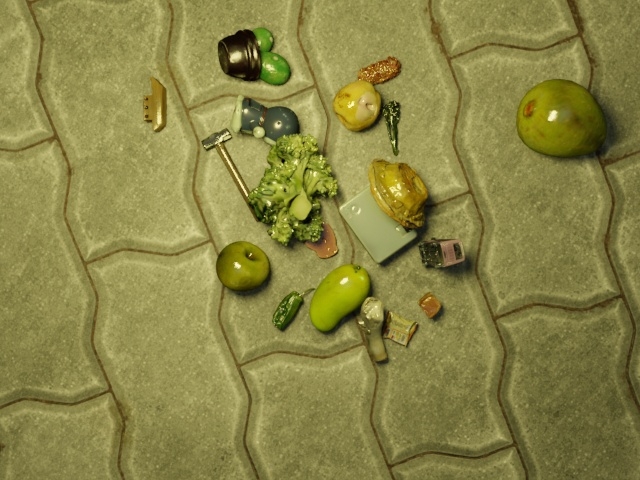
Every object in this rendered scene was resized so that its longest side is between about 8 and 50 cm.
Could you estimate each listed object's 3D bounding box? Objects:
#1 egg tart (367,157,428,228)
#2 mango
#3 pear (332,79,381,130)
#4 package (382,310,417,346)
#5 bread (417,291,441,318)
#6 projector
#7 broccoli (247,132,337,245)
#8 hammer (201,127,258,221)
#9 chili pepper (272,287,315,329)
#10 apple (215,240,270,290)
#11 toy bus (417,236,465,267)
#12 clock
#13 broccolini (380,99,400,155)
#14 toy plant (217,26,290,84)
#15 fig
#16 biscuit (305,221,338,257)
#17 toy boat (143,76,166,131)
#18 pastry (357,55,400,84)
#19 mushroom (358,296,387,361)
[{"bbox_3d":[0.287,-0.179,1.624,0.116,0.295,0.294,-35,92,31],"label":"egg tart"},{"bbox_3d":[0.066,0.211,1.715,0.175,0.143,0.293,33,104,-19],"label":"mango"},{"bbox_3d":[0.135,-0.487,1.668,0.178,0.178,0.177,0,93,0],"label":"pear"},{"bbox_3d":[0.295,0.338,1.771,0.121,0.031,0.107,21,92,7],"label":"package"},{"bbox_3d":[0.412,0.242,1.739,0.070,0.083,0.076,-41,88,11],"label":"bread"},{"bbox_3d":[0.211,-0.069,1.720,0.192,0.099,0.256,-36,91,3],"label":"projector"},{"bbox_3d":[-0.091,-0.166,1.635,0.277,0.317,0.338,23,137,-25],"label":"broccoli"},{"bbox_3d":[-0.312,-0.239,1.747,0.111,0.043,0.365,-28,94,0],"label":"hammer"},{"bbox_3d":[-0.112,0.242,1.753,0.072,0.073,0.204,36,91,13],"label":"chili pepper"},{"bbox_3d":[-0.285,0.097,1.688,0.196,0.196,0.157,36,115,-1],"label":"apple"},{"bbox_3d":[0.432,0.040,1.677,0.108,0.199,0.096,-13,93,-10],"label":"toy bus"},{"bbox_3d":[-0.196,-0.421,1.665,0.244,0.199,0.146,16,125,-11],"label":"clock"},{"bbox_3d":[0.266,-0.420,1.739,0.074,0.058,0.201,-3,108,15],"label":"broccolini"},{"bbox_3d":[-0.236,-0.658,1.669,0.235,0.175,0.217,-16,86,-25],"label":"toy plant"},{"bbox_3d":[0.860,-0.414,1.630,0.327,0.258,0.257,21,93,-14],"label":"fig"},{"bbox_3d":[0.000,0.000,1.761,0.118,0.023,0.139,-11,93,1],"label":"biscuit"},{"bbox_3d":[-0.617,-0.505,1.726,0.077,0.057,0.200,2,93,6],"label":"toy boat"},{"bbox_3d":[0.219,-0.626,1.711,0.170,0.063,0.087,-24,90,2],"label":"pastry"},{"bbox_3d":[0.201,0.331,1.724,0.099,0.096,0.277,-29,122,-37],"label":"mushroom"}]
